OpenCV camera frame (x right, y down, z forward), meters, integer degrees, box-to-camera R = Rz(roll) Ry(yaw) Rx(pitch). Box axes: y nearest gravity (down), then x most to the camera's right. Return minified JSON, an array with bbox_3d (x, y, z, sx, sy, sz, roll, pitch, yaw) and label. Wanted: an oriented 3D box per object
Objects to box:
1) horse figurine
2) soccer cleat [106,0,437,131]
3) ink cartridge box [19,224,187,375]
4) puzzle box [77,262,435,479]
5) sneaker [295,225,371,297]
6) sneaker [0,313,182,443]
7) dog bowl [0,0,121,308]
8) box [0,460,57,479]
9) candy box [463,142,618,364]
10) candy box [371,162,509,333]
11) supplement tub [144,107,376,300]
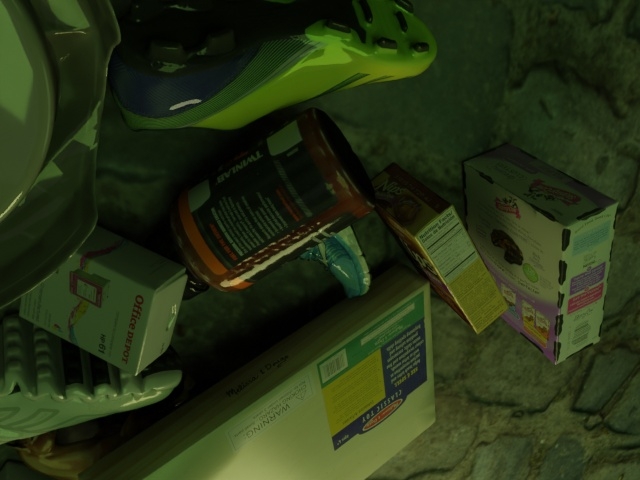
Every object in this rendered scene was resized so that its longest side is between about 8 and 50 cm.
[{"bbox_3d":[-0.180,0.241,0.700,0.174,0.066,0.263,-41,127,-10],"label":"horse figurine"},{"bbox_3d":[-0.034,-0.150,0.536,0.289,0.093,0.121,-13,155,-27],"label":"soccer cleat"},{"bbox_3d":[-0.183,0.044,0.534,0.122,0.052,0.089,23,115,10],"label":"ink cartridge box"},{"bbox_3d":[-0.031,0.230,0.724,0.409,0.052,0.272,-30,133,-24],"label":"puzzle box"},{"bbox_3d":[0.000,0.000,0.660,0.073,0.063,0.162,-26,122,5],"label":"sneaker"},{"bbox_3d":[-0.273,0.131,0.562,0.292,0.110,0.118,0,127,-19],"label":"sneaker"},{"bbox_3d":[-0.303,-0.099,0.393,0.348,0.102,0.349,-13,124,-20],"label":"dog bowl"},{"bbox_3d":[-0.300,0.302,0.656,0.102,0.087,0.101,29,103,-39],"label":"box"},{"bbox_3d":[0.241,0.012,0.720,0.070,0.165,0.196,-23,128,-15],"label":"candy box"},{"bbox_3d":[0.128,0.011,0.694,0.053,0.109,0.187,-39,129,-2],"label":"candy box"},{"bbox_3d":[-0.058,-0.023,0.557,0.198,0.106,0.106,-31,131,13],"label":"supplement tub"}]
